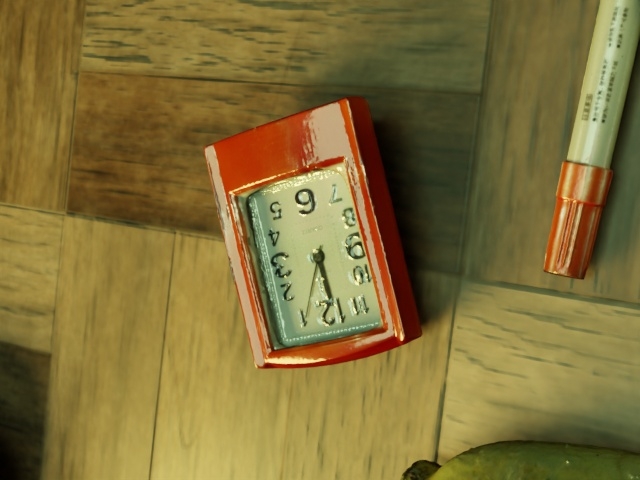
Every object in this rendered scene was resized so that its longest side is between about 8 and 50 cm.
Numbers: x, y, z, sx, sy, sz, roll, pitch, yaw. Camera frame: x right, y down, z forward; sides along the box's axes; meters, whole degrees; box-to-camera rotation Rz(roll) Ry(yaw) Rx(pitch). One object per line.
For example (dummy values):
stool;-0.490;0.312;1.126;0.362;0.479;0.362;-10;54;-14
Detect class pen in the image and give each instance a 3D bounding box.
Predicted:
pen;0.159;-0.096;0.568;0.028;0.028;0.239;14;97;30

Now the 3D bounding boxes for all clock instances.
clock;0.000;0.000;0.647;0.113;0.061;0.155;-14;86;30

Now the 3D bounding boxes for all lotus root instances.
lotus root;0.121;0.153;0.558;0.183;0.077;0.090;3;82;29
